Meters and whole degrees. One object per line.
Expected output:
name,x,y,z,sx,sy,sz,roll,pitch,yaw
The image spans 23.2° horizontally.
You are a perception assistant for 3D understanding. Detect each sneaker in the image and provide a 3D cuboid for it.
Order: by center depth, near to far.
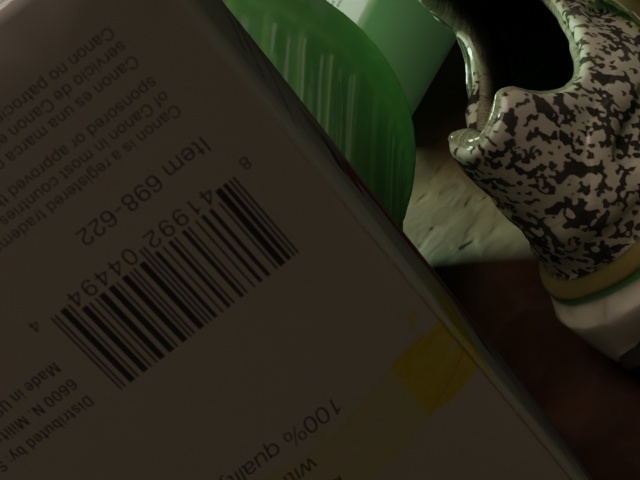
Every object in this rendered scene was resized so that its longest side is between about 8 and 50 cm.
sneaker,0.136,-0.126,0.861,0.158,0.182,0.410,-41,26,27

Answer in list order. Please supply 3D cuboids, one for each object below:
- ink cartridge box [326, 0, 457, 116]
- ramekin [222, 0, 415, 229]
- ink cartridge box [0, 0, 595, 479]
ink cartridge box,-0.019,-0.227,1.094,0.273,0.114,0.197,39,107,32
ramekin,-0.094,0.002,0.871,0.303,0.303,0.148,-26,41,23
ink cartridge box,-0.080,0.077,0.659,0.279,0.385,0.160,-37,27,6
